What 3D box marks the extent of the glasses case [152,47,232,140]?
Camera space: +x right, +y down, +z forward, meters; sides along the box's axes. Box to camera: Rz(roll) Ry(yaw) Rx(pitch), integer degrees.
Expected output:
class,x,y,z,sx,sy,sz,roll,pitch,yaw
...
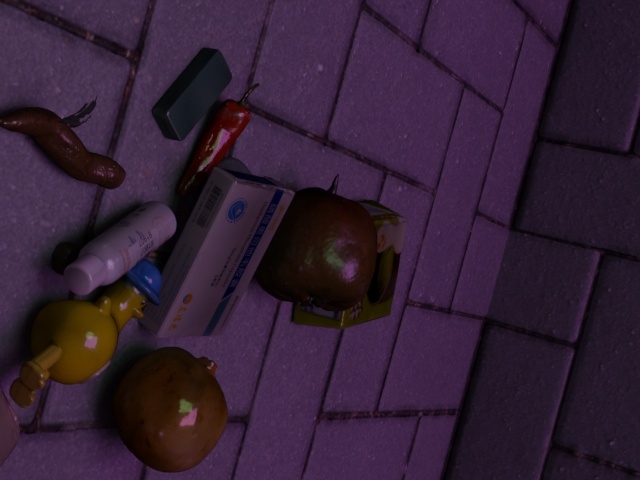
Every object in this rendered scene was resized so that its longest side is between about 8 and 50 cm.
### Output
class,x,y,z,sx,sy,sz,roll,pitch,yaw
glasses case,-0.238,-0.274,1.818,0.184,0.039,0.078,-57,144,-28

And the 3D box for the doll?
class,x,y,z,sx,sy,sz,roll,pitch,yaw
doll,-0.398,0.149,1.674,0.199,0.145,0.363,-47,179,38

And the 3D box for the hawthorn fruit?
class,x,y,z,sx,sy,sz,roll,pitch,yaw
hawthorn fruit,0.000,0.000,2.125,0.268,0.267,0.301,32,71,-58

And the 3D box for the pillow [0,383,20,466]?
class,x,y,z,sx,sy,sz,roll,pitch,yaw
pillow,-0.558,0.273,1.511,0.173,0.067,0.270,-53,143,-42

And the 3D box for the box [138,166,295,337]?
class,x,y,z,sx,sy,sz,roll,pitch,yaw
box,-0.199,0.030,1.893,0.200,0.065,0.343,7,114,-57

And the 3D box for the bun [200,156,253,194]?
class,x,y,z,sx,sy,sz,roll,pitch,yaw
bun,-0.178,-0.096,1.950,0.141,0.083,0.141,-25,121,-50

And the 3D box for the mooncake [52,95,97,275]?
class,x,y,z,sx,sy,sz,roll,pitch,yaw
mooncake,-0.400,-0.084,1.562,0.150,0.057,0.347,-58,166,-33

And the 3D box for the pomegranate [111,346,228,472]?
class,x,y,z,sx,sy,sz,roll,pitch,yaw
pomegranate,-0.287,0.315,1.831,0.233,0.233,0.233,-30,128,-50

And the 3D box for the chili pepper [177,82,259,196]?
class,x,y,z,sx,sy,sz,roll,pitch,yaw
chili pepper,-0.199,-0.197,1.890,0.272,0.063,0.071,-57,149,-6

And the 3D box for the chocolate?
class,x,y,z,sx,sy,sz,roll,pitch,yaw
chocolate,0.081,0.061,2.384,0.288,0.137,0.301,-8,109,-57

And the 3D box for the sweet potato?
class,x,y,z,sx,sy,sz,roll,pitch,yaw
sweet potato,-0.418,-0.155,1.560,0.067,0.059,0.281,-57,146,-7

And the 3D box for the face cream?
class,x,y,z,sx,sy,sz,roll,pitch,yaw
face cream,-0.346,0.014,1.677,0.269,0.082,0.082,-49,142,-57
